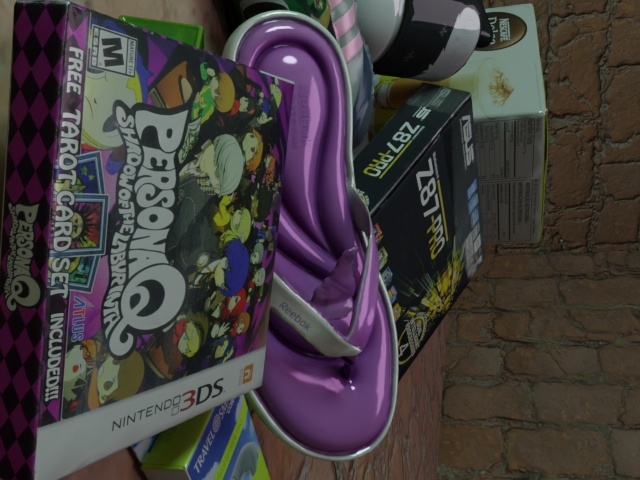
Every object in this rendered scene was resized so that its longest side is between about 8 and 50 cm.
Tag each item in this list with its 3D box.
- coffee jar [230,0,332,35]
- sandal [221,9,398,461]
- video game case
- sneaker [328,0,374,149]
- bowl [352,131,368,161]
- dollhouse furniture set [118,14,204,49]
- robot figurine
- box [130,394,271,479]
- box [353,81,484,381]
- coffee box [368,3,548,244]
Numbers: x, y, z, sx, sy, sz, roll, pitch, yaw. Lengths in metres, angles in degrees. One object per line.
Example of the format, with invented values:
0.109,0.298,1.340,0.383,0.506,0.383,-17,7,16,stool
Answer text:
-0.049,-0.249,0.606,0.184,0.096,0.079,68,28,-53,coffee jar
-0.014,0.004,0.567,0.102,0.169,0.417,-179,-103,-71,sandal
-0.093,0.000,0.393,0.210,0.041,0.232,-5,103,-64,video game case
-0.014,-0.261,0.766,0.131,0.112,0.319,-15,101,-57,sneaker
0.035,-0.178,0.978,0.142,0.053,0.142,-46,132,-68,bowl
-0.116,-0.088,0.485,0.152,0.058,0.076,99,-7,-53,dollhouse furniture set
0.118,-0.325,0.932,0.278,0.173,0.209,-2,120,-34,robot figurine
-0.088,0.181,0.520,0.109,0.042,0.178,-70,155,-53,box
0.139,0.005,1.028,0.318,0.097,0.395,-50,143,-27,box
0.267,-0.220,1.294,0.338,0.334,0.338,71,23,-47,coffee box
